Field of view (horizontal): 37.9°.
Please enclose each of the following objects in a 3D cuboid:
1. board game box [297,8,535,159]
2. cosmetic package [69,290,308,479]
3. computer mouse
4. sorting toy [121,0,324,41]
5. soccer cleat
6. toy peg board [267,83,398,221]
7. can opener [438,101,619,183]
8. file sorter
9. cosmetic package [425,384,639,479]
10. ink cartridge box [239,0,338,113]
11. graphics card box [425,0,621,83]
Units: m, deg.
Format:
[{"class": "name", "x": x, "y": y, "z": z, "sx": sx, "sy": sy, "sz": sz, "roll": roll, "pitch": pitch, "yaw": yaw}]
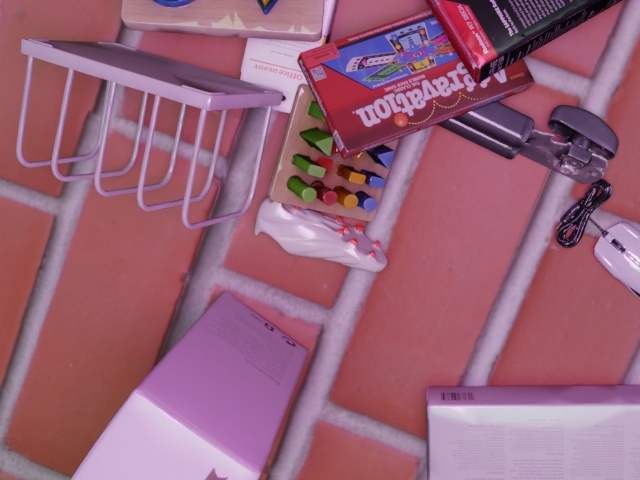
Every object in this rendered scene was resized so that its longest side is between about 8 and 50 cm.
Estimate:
[{"class": "board game box", "x": 0.126, "y": -0.218, "z": 1.202, "sx": 0.281, "sy": 0.027, "sz": 0.145, "roll": -22, "pitch": 81, "yaw": -16}, {"class": "cosmetic package", "x": -0.164, "y": 0.242, "z": 1.171, "sx": 0.161, "sy": 0.453, "sz": 0.230, "roll": 36, "pitch": 101, "yaw": -2}, {"class": "computer mouse", "x": 0.420, "y": 0.014, "z": 1.283, "sx": 0.193, "sy": 0.042, "sz": 0.106, "roll": 41, "pitch": 100, "yaw": -2}, {"class": "sorting toy", "x": -0.118, "y": -0.397, "z": 1.187, "sx": 0.257, "sy": 0.089, "sz": 0.256, "roll": 4, "pitch": 78, "yaw": 1}, {"class": "soccer cleat", "x": 0.000, "y": 0.000, "z": 1.316, "sx": 0.196, "sy": 0.068, "sz": 0.076, "roll": 28, "pitch": 117, "yaw": 1}, {"class": "toy peg board", "x": 0.033, "y": -0.108, "z": 1.250, "sx": 0.160, "sy": 0.079, "sz": 0.161, "roll": 12, "pitch": 103, "yaw": -23}, {"class": "can opener", "x": 0.265, "y": -0.164, "z": 1.265, "sx": 0.283, "sy": 0.076, "sz": 0.095, "roll": 26, "pitch": 69, "yaw": 1}, {"class": "file sorter", "x": -0.228, "y": -0.145, "z": 1.211, "sx": 0.277, "sy": 0.193, "sz": 0.173, "roll": 20, "pitch": 106, "yaw": 19}, {"class": "cosmetic package", "x": 0.341, "y": 0.353, "z": 1.323, "sx": 0.377, "sy": 0.097, "sz": 0.285, "roll": -1, "pitch": 98, "yaw": 6}, {"class": "ink cartridge box", "x": -0.044, "y": -0.269, "z": 1.269, "sx": 0.104, "sy": 0.061, "sz": 0.181, "roll": 15, "pitch": 101, "yaw": 3}, {"class": "graphics card box", "x": 0.296, "y": -0.389, "z": 1.159, "sx": 0.370, "sy": 0.094, "sz": 0.233, "roll": -30, "pitch": 81, "yaw": 5}]
